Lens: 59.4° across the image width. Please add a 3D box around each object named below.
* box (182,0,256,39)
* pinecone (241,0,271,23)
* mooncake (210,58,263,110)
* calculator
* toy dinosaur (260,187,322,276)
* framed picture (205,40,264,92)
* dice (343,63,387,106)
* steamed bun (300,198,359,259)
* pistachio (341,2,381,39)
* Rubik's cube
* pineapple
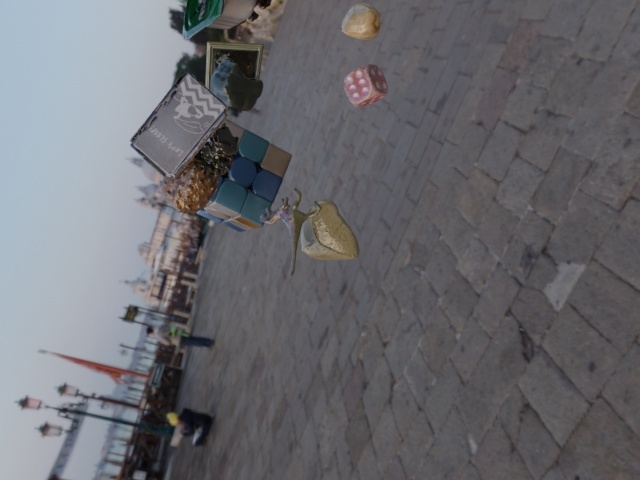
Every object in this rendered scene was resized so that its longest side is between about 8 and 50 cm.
[{"bbox_3d":[-0.201,-0.617,1.254,0.264,0.106,0.337,13,93,59],"label":"box"},{"bbox_3d":[-0.335,-0.988,2.078,0.398,0.397,0.398,-162,90,-76],"label":"pinecone"},{"bbox_3d":[-0.273,-0.518,1.873,0.104,0.175,0.169,21,119,44],"label":"mooncake"},{"bbox_3d":[-0.387,-0.307,1.530,0.274,0.165,0.028,-45,7,16],"label":"calculator"},{"bbox_3d":[-0.084,-0.046,1.741,0.200,0.072,0.251,-48,65,18],"label":"toy dinosaur"},{"bbox_3d":[-0.364,-0.702,2.355,0.296,0.232,0.019,108,154,-53],"label":"framed picture"},{"bbox_3d":[0.127,-0.435,1.581,0.094,0.091,0.093,-23,88,37],"label":"dice"},{"bbox_3d":[0.002,-0.026,1.878,0.231,0.110,0.213,-3,109,39],"label":"steamed bun"},{"bbox_3d":[0.143,-0.800,2.041,0.200,0.145,0.117,-125,18,-50],"label":"pistachio"},{"bbox_3d":[-0.376,-0.261,2.375,0.347,0.344,0.347,-12,55,66],"label":"Rubik's cube"},{"bbox_3d":[-0.332,-0.212,1.622,0.278,0.158,0.158,-44,23,17],"label":"pineapple"}]
